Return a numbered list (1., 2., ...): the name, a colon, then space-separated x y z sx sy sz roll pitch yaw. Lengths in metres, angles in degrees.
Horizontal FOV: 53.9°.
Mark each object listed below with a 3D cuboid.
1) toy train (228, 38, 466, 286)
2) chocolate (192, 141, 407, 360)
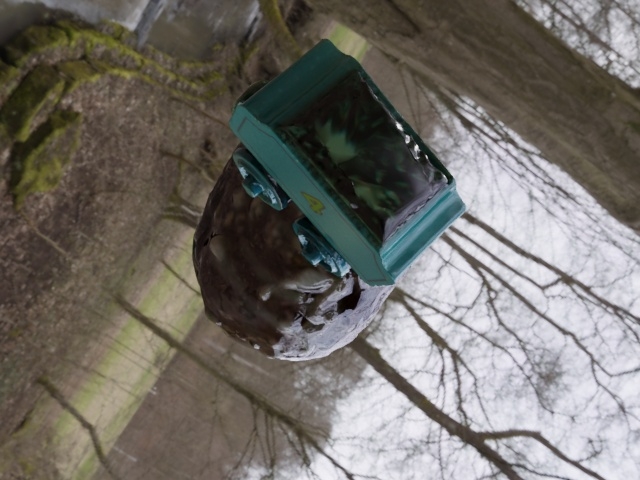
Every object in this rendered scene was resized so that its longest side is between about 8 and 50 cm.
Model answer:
1. toy train: 0.015 -0.050 0.486 0.107 0.198 0.154 -43 -173 -14
2. chocolate: 0.000 0.000 0.762 0.340 0.225 0.210 -58 -140 8
